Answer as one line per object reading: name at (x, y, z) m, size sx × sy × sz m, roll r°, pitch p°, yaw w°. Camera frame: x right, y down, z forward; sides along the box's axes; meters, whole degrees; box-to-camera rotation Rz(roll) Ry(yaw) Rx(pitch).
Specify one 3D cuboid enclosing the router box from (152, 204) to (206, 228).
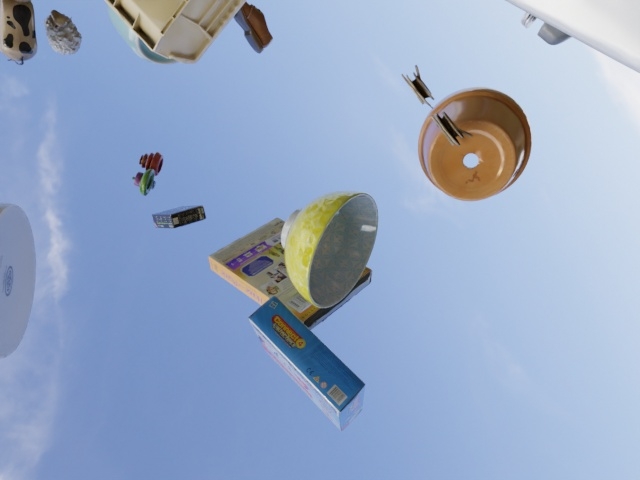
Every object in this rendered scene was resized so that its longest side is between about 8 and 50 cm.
router box at (-0.365, -0.061, 1.302) m, size 0.092 × 0.122 × 0.038 m, roll -22°, pitch -74°, yaw -37°

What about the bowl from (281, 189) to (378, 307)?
bowl at (0.000, 0.000, 1.218) m, size 0.156 × 0.290 × 0.289 m, roll 24°, pitch -147°, yaw 30°

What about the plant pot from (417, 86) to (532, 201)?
plant pot at (0.380, -0.223, 1.262) m, size 0.291 × 0.291 × 0.203 m, roll 48°, pitch -152°, yaw -5°

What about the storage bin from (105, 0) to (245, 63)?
storage bin at (-0.272, -0.508, 0.923) m, size 0.262 × 0.260 × 0.123 m, roll 47°, pitch -165°, yaw 11°

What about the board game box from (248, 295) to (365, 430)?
board game box at (-0.028, 0.319, 1.278) m, size 0.086 × 0.302 × 0.308 m, roll -42°, pitch -112°, yaw -17°

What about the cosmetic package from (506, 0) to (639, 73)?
cosmetic package at (0.280, -0.244, 0.348) m, size 0.453 × 0.230 × 0.161 m, roll 37°, pitch -136°, yaw 15°

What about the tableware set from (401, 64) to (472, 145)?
tableware set at (0.255, -0.293, 1.098) m, size 0.194 × 0.039 × 0.128 m, roll 55°, pitch -157°, yaw 4°

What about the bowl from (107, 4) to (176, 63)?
bowl at (-0.511, -0.692, 1.630) m, size 0.311 × 0.311 × 0.163 m, roll 1°, pitch -122°, yaw -40°

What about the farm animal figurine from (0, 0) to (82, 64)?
farm animal figurine at (-0.779, -0.591, 1.241) m, size 0.330 × 0.327 × 0.172 m, roll -28°, pitch -133°, yaw -31°

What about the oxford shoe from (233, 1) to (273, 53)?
oxford shoe at (-0.206, -0.652, 1.453) m, size 0.076 × 0.076 × 0.212 m, roll -43°, pitch -47°, yaw -10°

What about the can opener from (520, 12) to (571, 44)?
can opener at (0.381, -0.376, 0.651) m, size 0.095 × 0.283 × 0.076 m, roll 47°, pitch -170°, yaw 10°

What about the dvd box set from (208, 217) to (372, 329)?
dvd box set at (-0.096, 0.089, 1.568) m, size 0.420 × 0.062 × 0.307 m, roll 28°, pitch -135°, yaw 32°

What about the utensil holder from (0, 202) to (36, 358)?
utensil holder at (-0.786, 0.071, 0.945) m, size 0.385 × 0.328 × 0.328 m, roll 3°, pitch -120°, yaw -14°

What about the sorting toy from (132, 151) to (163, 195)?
sorting toy at (-0.327, -0.125, 0.937) m, size 0.042 × 0.061 × 0.102 m, roll 18°, pitch -137°, yaw -7°
